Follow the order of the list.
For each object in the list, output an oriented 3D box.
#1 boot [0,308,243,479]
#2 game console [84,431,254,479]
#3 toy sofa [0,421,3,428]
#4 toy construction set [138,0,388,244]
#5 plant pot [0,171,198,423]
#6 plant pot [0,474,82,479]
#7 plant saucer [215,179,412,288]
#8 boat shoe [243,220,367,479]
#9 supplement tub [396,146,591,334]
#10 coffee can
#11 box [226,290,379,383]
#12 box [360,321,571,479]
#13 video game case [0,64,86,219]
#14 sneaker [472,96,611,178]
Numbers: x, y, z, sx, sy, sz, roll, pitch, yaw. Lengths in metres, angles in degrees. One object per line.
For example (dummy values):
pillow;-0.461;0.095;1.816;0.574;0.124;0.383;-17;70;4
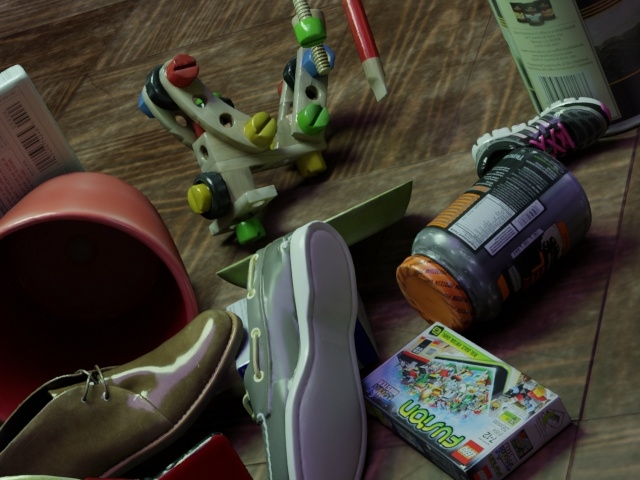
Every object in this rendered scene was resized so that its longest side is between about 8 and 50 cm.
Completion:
boot;-0.210;0.165;1.661;0.305;0.115;0.112;-43;23;-4
game console;-0.123;0.246;1.488;0.124;0.144;0.085;-37;32;-15
toy sofa;-0.457;0.232;1.763;0.150;0.177;0.362;-17;31;21
toy construction set;-0.047;-0.131;1.984;0.309;0.257;0.237;-29;70;32
plant pot;-0.272;0.051;1.828;0.275;0.275;0.243;-25;21;6
plant pot;-0.231;0.373;1.302;0.276;0.276;0.254;-18;42;17
plant saucer;0.000;0.000;1.795;0.241;0.037;0.241;-25;0;0
boat shoe;-0.022;0.132;1.561;0.091;0.109;0.305;-20;58;34
supplement tub;0.174;0.003;1.646;0.190;0.117;0.117;-41;32;-20
coffee can;0.290;-0.282;1.830;0.201;0.275;0.201;-21;31;13
box;-0.020;0.098;1.706;0.137;0.072;0.126;-26;29;6
box;0.129;0.154;1.529;0.114;0.036;0.207;-37;31;-14
video game case;-0.408;-0.005;1.935;0.300;0.329;0.036;-33;40;-7
sneaker;0.244;-0.102;1.807;0.170;0.063;0.075;-19;30;25
